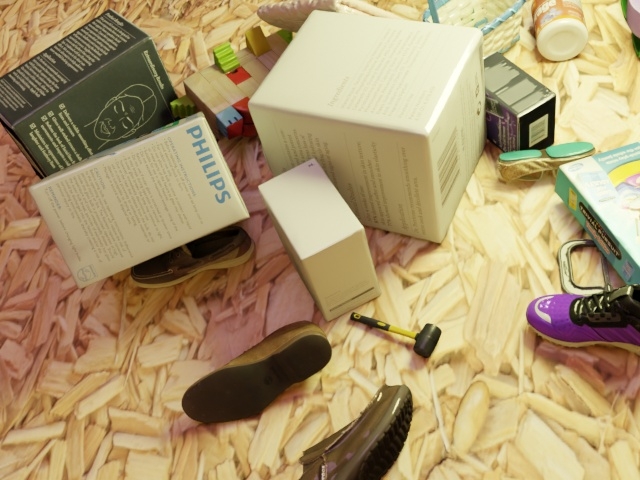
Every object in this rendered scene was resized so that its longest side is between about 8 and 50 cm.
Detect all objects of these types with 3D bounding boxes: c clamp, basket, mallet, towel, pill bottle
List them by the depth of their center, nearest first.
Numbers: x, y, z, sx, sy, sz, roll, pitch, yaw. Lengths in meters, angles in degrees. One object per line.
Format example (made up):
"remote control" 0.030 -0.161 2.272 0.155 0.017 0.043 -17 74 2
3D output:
"mallet" 0.139 0.181 1.465 0.189 0.039 0.062 8 57 26
"c clamp" 0.534 0.059 1.466 0.137 0.022 0.161 -11 52 13
"basket" 0.367 -0.573 1.835 0.254 0.289 0.201 -36 52 -15
"towel" 0.058 -0.532 1.841 0.332 0.317 0.053 14 96 52
"pill bottle" 0.590 -0.559 1.876 0.121 0.121 0.216 -4 51 11

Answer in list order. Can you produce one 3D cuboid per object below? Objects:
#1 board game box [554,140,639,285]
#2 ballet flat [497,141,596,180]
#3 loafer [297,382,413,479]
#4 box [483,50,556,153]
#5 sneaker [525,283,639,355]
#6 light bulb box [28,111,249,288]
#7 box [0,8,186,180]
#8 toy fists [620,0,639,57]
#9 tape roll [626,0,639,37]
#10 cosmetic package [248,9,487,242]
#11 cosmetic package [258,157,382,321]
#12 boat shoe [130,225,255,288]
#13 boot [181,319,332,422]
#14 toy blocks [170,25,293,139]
"board game box" 0.657 -0.049 1.462 0.253 0.079 0.336 -18 50 -7
"ballet flat" 0.487 -0.166 1.627 0.206 0.067 0.073 -6 30 11
"loafer" 0.024 0.375 1.271 0.130 0.134 0.366 28 63 31
"box" 0.421 -0.300 1.694 0.108 0.153 0.207 -31 50 -10
"sneaker" 0.515 0.125 1.333 0.293 0.146 0.102 9 55 21
"light bulb box" -0.368 -0.102 1.601 0.361 0.225 0.358 -24 14 -4
"box" -0.579 -0.333 1.894 0.395 0.293 0.212 -39 53 -17
"toy fists" 0.827 -0.554 1.827 0.142 0.096 0.279 -4 50 10
"tape roll" 0.801 -0.544 1.720 0.189 0.080 0.189 -9 58 14
"cosmetic package" 0.118 -0.250 1.619 0.393 0.329 0.327 14 57 24
"cosmetic package" 0.000 0.000 1.519 0.138 0.225 0.224 -26 50 -7
"boat shoe" -0.289 0.026 1.660 0.285 0.092 0.103 -13 50 4
"boot" -0.124 0.251 1.456 0.305 0.112 0.115 -26 20 -1
"toy blocks" -0.150 -0.359 1.897 0.381 0.191 0.261 -33 64 -20
